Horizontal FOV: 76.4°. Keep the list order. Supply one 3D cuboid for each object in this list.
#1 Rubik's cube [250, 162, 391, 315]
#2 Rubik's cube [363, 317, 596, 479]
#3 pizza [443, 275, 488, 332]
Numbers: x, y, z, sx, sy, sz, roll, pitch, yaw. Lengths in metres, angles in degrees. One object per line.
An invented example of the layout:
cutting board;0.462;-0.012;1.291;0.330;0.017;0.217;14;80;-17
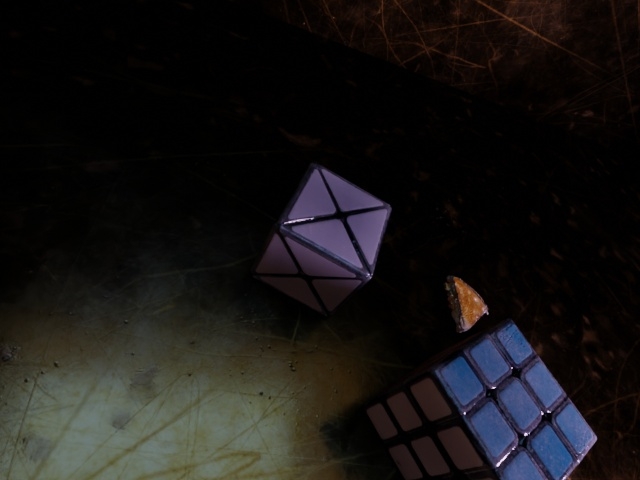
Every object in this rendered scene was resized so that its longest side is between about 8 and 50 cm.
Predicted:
Rubik's cube;0.000;0.000;1.053;0.254;0.259;0.260;27;48;-6
Rubik's cube;0.339;0.403;0.912;0.305;0.304;0.301;-19;67;-34
pizza;0.443;0.214;1.264;0.185;0.052;0.195;39;44;-7
